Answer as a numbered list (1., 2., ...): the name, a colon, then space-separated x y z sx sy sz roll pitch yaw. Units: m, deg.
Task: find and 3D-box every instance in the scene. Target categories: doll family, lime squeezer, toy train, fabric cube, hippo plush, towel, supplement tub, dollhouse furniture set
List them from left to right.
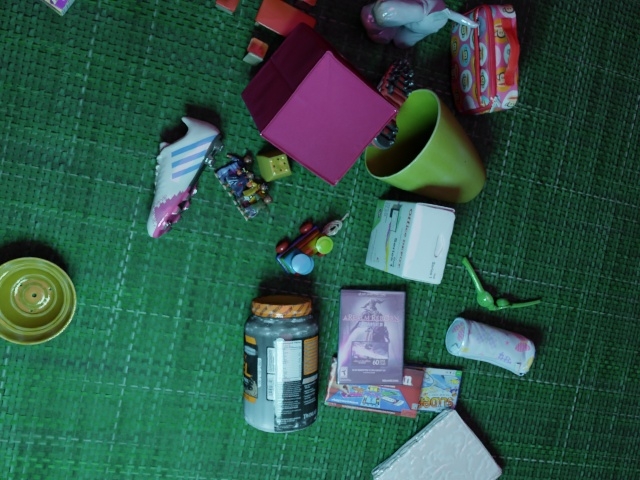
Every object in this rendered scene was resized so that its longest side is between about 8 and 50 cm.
1. doll family: -0.200 -0.150 1.756 0.111 0.076 0.193 -35 101 -5
2. dollhouse furniture set: -0.138 -0.599 1.694 0.259 0.135 0.262 22 89 -17
3. supplement tub: -0.107 0.326 1.761 0.207 0.207 0.338 0 95 -16
4. fabric cube: -0.009 -0.345 1.631 0.254 0.258 0.259 33 106 -32
5. toy train: 0.000 0.000 1.791 0.248 0.143 0.105 -39 105 -9
6. hippo plush: 0.237 -0.675 1.737 0.234 0.294 0.237 4 86 -38
7. towel: 0.363 0.721 2.006 0.331 0.053 0.317 -39 108 -5
8. lime squeezer: 0.549 0.172 2.027 0.310 0.059 0.110 28 57 -16

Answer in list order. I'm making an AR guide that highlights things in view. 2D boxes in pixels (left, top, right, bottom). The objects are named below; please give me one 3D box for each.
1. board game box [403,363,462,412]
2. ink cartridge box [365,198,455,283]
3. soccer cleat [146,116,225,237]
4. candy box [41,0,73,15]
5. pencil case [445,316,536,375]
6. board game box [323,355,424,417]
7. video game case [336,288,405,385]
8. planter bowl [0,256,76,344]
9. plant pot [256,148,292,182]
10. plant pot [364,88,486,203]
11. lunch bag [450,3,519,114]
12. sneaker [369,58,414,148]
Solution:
1. board game box: 0.327 0.453 1.990 0.201 0.035 0.136 7 93 -16
2. ink cartridge box: 0.240 -0.004 1.791 0.117 0.278 0.202 10 92 -17
3. soccer cleat: -0.382 -0.169 1.692 0.143 0.116 0.331 31 84 -1
4. candy box: -0.627 -0.661 1.589 0.109 0.053 0.187 36 84 -17
5. pencil case: 0.520 0.326 1.992 0.273 0.113 0.124 20 68 -16
6. board game box: 0.159 0.433 1.920 0.281 0.027 0.145 10 92 -8
7. video game case: 0.148 0.282 1.893 0.195 0.026 0.275 3 87 -9
8. planter bowl: -0.721 0.144 1.623 0.217 0.090 0.217 -2 97 -16
9. plant pot: -0.120 -0.205 1.767 0.081 0.083 0.082 -18 101 -14
10. plant pot: 0.324 -0.230 1.823 0.293 0.274 0.275 29 87 -31
11. lunch bag: 0.469 -0.503 1.818 0.120 0.258 0.293 -7 97 -16
12. sneaker: 0.167 -0.375 1.785 0.097 0.135 0.276 29 73 -35
